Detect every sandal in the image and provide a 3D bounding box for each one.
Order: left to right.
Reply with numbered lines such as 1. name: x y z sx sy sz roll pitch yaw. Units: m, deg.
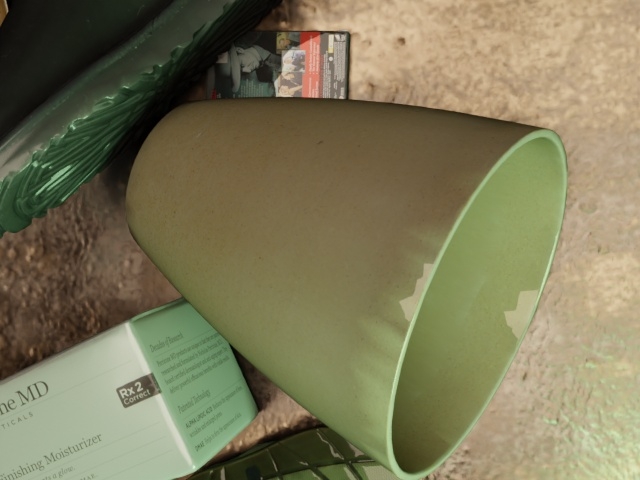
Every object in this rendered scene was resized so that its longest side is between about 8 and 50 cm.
1. sandal: -0.020 0.205 0.906 0.219 0.060 0.090 -22 83 27

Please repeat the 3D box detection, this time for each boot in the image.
1. boot: -0.278 -0.263 0.829 0.445 0.146 0.367 44 67 2

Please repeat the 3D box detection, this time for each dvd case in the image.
1. dvd case: -0.036 -0.129 0.906 0.119 0.013 0.087 2 94 11

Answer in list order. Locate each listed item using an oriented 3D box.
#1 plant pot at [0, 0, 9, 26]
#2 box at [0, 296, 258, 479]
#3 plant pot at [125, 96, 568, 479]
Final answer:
1. plant pot: -0.372 -0.173 0.965 0.236 0.032 0.236 1 95 12
2. box: -0.169 0.136 0.865 0.181 0.182 0.119 -25 89 13
3. plant pot: 0.000 0.000 0.808 0.274 0.256 0.257 22 98 26
